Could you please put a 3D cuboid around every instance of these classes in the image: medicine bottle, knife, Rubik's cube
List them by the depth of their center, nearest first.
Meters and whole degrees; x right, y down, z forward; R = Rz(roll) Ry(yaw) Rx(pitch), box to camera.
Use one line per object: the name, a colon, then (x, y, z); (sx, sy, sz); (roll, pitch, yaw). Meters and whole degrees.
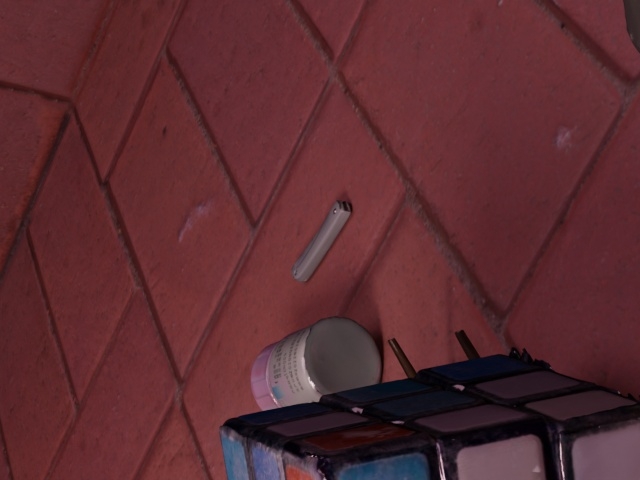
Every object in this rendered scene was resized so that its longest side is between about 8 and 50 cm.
Rubik's cube: (0.122, 0.327, 1.624); (0.362, 0.359, 0.363); (-171, 74, -68)
medicine bottle: (-0.008, 0.186, 2.275); (0.168, 0.135, 0.135); (-24, 58, 56)
knife: (0.000, 0.000, 2.454); (0.162, 0.023, 0.044); (-57, 30, 34)

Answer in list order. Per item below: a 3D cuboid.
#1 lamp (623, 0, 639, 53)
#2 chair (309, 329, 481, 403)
lamp: (0.386, -0.294, 1.706); (0.182, 0.182, 0.313); (-57, 31, 33)
chair: (0.144, 0.263, 1.957); (0.188, 0.166, 0.272); (-12, 111, 59)
